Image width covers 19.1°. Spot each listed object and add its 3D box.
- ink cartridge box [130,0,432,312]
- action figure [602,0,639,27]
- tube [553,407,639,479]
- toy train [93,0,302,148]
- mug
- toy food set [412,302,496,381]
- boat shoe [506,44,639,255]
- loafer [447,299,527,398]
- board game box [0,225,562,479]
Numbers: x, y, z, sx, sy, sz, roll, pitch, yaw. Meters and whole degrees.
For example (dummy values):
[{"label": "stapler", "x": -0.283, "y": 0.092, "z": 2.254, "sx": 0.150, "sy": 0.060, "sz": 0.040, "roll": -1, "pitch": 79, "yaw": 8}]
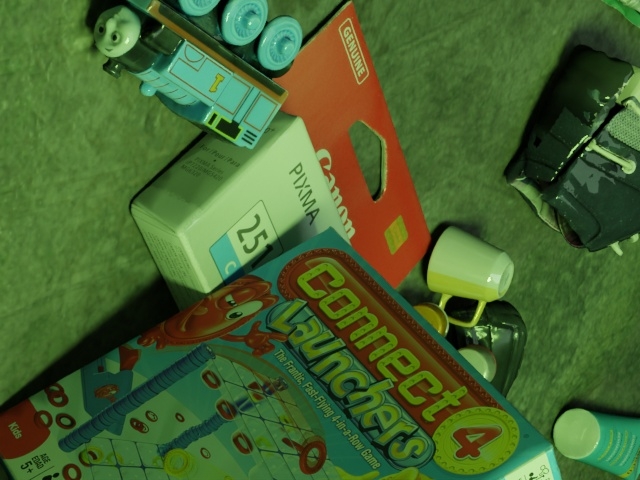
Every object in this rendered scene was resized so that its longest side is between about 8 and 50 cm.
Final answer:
[{"label": "ink cartridge box", "x": 0.000, "y": 0.000, "z": 1.537, "sx": 0.261, "sy": 0.066, "sz": 0.296, "roll": -45, "pitch": 138, "yaw": -23}, {"label": "action figure", "x": 0.307, "y": -0.251, "z": 1.776, "sx": 0.232, "sy": 0.063, "sz": 0.137, "roll": 15, "pitch": 100, "yaw": -48}, {"label": "tube", "x": 0.313, "y": 0.217, "z": 2.041, "sx": 0.207, "sy": 0.052, "sz": 0.080, "roll": 19, "pitch": 101, "yaw": -58}, {"label": "toy train", "x": -0.088, "y": -0.141, "z": 1.351, "sx": 0.184, "sy": 0.080, "sz": 0.105, "roll": 31, "pitch": 91, "yaw": -52}, {"label": "mug", "x": 0.137, "y": 0.031, "z": 1.706, "sx": 0.062, "sy": 0.064, "sz": 0.078, "roll": -47, "pitch": 147, "yaw": -46}, {"label": "toy food set", "x": 0.104, "y": 0.172, "z": 1.712, "sx": 0.104, "sy": 0.111, "sz": 0.232, "roll": -4, "pitch": 101, "yaw": -76}, {"label": "boat shoe", "x": 0.301, "y": -0.045, "z": 1.839, "sx": 0.340, "sy": 0.127, "sz": 0.158, "roll": 36, "pitch": 87, "yaw": -44}, {"label": "loafer", "x": 0.133, "y": 0.156, "z": 1.780, "sx": 0.078, "sy": 0.076, "sz": 0.223, "roll": 0, "pitch": 117, "yaw": -18}, {"label": "board game box", "x": -0.037, "y": 0.162, "z": 1.318, "sx": 0.302, "sy": 0.308, "sz": 0.086, "roll": -30, "pitch": 131, "yaw": -14}]
